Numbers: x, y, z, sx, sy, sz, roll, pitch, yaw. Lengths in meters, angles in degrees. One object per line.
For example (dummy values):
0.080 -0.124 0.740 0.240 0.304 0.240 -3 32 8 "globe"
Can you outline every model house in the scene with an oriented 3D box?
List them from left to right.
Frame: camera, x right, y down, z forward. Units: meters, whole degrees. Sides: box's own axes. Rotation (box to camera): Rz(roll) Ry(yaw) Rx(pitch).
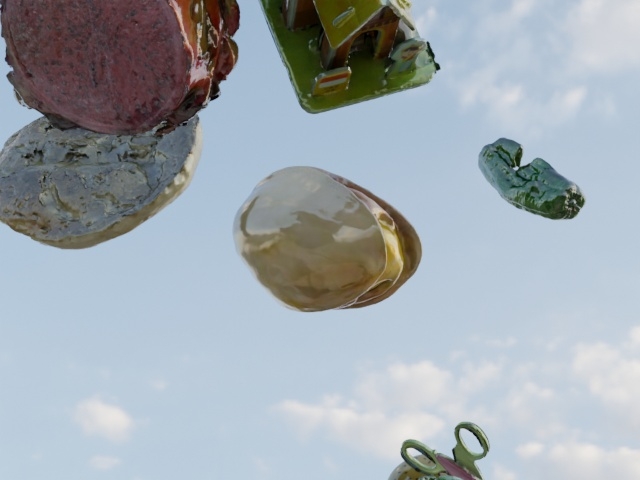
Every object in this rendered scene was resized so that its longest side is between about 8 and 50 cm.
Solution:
-0.021 -0.365 1.371 0.340 0.300 0.323 -16 -20 -13 "model house"

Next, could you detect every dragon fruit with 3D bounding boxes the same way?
-0.246 -0.309 1.408 0.314 0.263 0.296 5 -57 23 "dragon fruit"

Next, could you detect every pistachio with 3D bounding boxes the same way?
0.000 0.000 1.691 0.309 0.229 0.230 13 -24 36 "pistachio"

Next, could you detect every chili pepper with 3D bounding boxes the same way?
0.372 -0.105 1.940 0.099 0.253 0.083 -45 -48 0 "chili pepper"

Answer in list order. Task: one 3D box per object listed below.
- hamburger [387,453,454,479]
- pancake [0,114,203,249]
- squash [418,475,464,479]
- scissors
0.183 0.430 1.787 0.175 0.175 0.137 -7 -36 15 "hamburger"
-0.379 -0.125 1.802 0.387 0.387 0.082 -4 -47 11 "pancake"
0.190 0.337 1.254 0.219 0.068 0.077 36 -63 -23 "squash"
0.199 0.317 1.408 0.134 0.020 0.187 -28 -72 39 "scissors"
